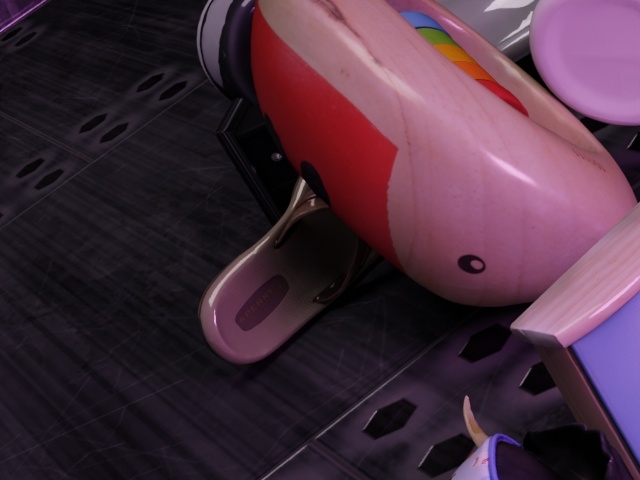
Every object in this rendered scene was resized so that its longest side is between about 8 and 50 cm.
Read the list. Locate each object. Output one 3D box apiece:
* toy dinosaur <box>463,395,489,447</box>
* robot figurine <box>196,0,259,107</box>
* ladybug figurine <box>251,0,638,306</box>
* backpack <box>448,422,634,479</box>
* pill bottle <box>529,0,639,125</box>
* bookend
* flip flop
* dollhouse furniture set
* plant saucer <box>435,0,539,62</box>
[{"bbox_3d":[0.138,0.163,1.260,0.093,0.053,0.183,-27,24,-31],"label":"toy dinosaur"},{"bbox_3d":[-0.046,-0.225,2.112,0.209,0.173,0.278,-37,17,-7],"label":"robot figurine"},{"bbox_3d":[0.079,-0.093,1.539,0.162,0.305,0.449,-55,40,15],"label":"ladybug figurine"},{"bbox_3d":[0.126,0.225,0.888,0.213,0.276,0.263,-40,16,16],"label":"backpack"},{"bbox_3d":[0.290,-0.230,1.608,0.153,0.153,0.264,-14,29,37],"label":"pill bottle"},{"bbox_3d":[0.010,-0.082,1.776,0.157,0.156,0.072,-20,25,24],"label":"bookend"},{"bbox_3d":[0.000,0.000,1.668,0.277,0.112,0.080,-46,13,-21],"label":"flip flop"},{"bbox_3d":[0.314,0.069,1.010,0.286,0.198,0.303,-41,24,-22],"label":"dollhouse furniture set"},{"bbox_3d":[0.193,-0.294,1.988,0.400,0.100,0.400,-35,16,11],"label":"plant saucer"}]
